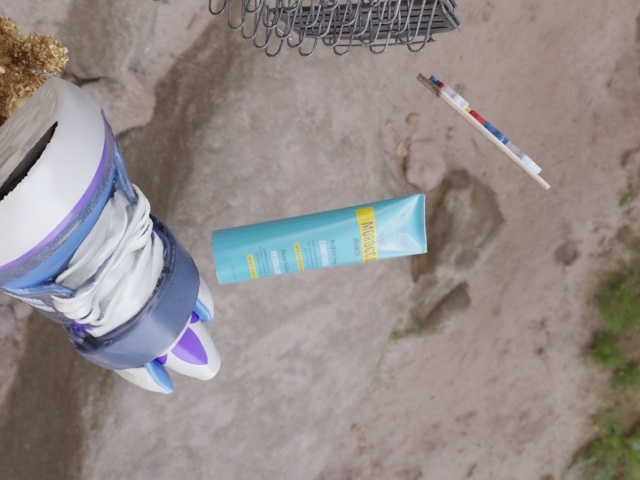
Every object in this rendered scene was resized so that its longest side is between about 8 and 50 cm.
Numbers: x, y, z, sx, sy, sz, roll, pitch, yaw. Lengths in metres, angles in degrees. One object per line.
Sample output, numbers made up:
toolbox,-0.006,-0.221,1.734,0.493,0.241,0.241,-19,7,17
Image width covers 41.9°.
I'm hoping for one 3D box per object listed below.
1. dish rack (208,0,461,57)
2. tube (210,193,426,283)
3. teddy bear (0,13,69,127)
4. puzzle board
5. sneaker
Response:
dish rack,-0.001,-0.209,0.728,0.271,0.208,0.074,20,78,-61
tube,0.000,0.000,0.807,0.207,0.052,0.080,-10,141,-1
teddy bear,-0.439,-0.192,1.202,0.113,0.338,0.245,6,103,-40
puzzle board,0.113,-0.083,0.593,0.096,0.128,0.011,38,103,-10
sneaker,-0.136,0.019,0.576,0.236,0.322,0.130,41,74,-23
